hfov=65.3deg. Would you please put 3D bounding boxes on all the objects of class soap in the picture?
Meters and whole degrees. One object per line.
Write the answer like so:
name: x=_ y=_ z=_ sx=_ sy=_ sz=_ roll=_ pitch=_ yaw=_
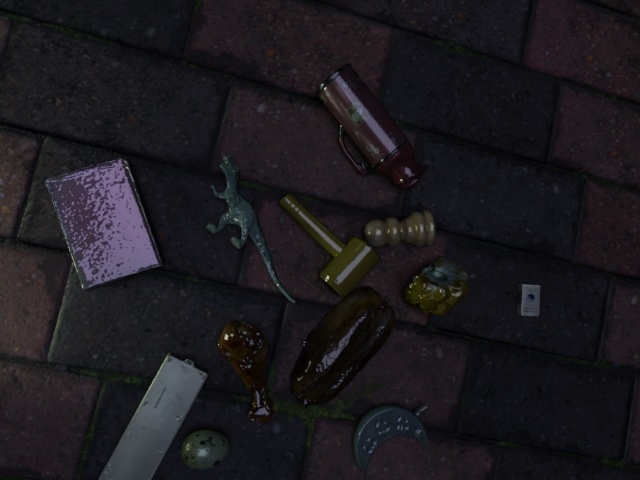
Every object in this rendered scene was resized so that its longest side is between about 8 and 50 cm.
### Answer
soap: x=-0.473 y=-0.036 z=1.116 sx=0.181 sy=0.081 sz=0.260 roll=-20 pitch=91 yaw=-10

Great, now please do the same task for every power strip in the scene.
power strip: x=-0.383 y=0.432 z=1.124 sx=0.106 sy=0.043 sz=0.368 roll=30 pitch=81 yaw=-7
power strip: x=0.175 y=0.470 z=1.227 sx=0.215 sy=0.044 sz=0.137 roll=-21 pitch=90 yaw=-11

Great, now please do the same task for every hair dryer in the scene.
hair dryer: x=0.000 y=0.000 z=1.210 sx=0.278 sy=0.090 sz=0.135 roll=43 pitch=82 yaw=1

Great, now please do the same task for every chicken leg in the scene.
chicken leg: x=-0.161 y=0.303 z=1.161 sx=0.107 sy=0.087 sz=0.252 roll=-13 pitch=96 yaw=10

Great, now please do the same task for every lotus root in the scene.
lotus root: x=0.053 y=0.260 z=1.200 sx=0.167 sy=0.078 sz=0.329 roll=39 pitch=80 yaw=-5

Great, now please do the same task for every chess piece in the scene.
chess piece: x=0.191 y=-0.026 z=1.244 sx=0.170 sy=0.094 sz=0.094 roll=-3 pitch=87 yaw=-4

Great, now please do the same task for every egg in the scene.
egg: x=-0.258 y=0.469 z=1.124 sx=0.110 sy=0.085 sz=0.085 roll=-3 pitch=87 yaw=-23

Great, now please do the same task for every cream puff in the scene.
cream puff: x=0.282 y=0.121 z=1.227 sx=0.121 sy=0.156 sz=0.156 roll=43 pitch=80 yaw=10

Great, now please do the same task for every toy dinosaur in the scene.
toy dinosaur: x=-0.186 y=-0.007 z=1.168 sx=0.129 sy=0.076 sz=0.383 roll=-23 pitch=98 yaw=-35

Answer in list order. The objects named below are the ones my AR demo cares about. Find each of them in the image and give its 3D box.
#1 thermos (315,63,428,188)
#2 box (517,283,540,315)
thermos: x=0.122 y=-0.258 z=1.227 sx=0.136 sy=0.109 sz=0.330 roll=-40 pitch=95 yaw=-11
box: x=0.553 y=0.158 z=1.328 sx=0.054 sy=0.024 sz=0.083 roll=4 pitch=87 yaw=-8
